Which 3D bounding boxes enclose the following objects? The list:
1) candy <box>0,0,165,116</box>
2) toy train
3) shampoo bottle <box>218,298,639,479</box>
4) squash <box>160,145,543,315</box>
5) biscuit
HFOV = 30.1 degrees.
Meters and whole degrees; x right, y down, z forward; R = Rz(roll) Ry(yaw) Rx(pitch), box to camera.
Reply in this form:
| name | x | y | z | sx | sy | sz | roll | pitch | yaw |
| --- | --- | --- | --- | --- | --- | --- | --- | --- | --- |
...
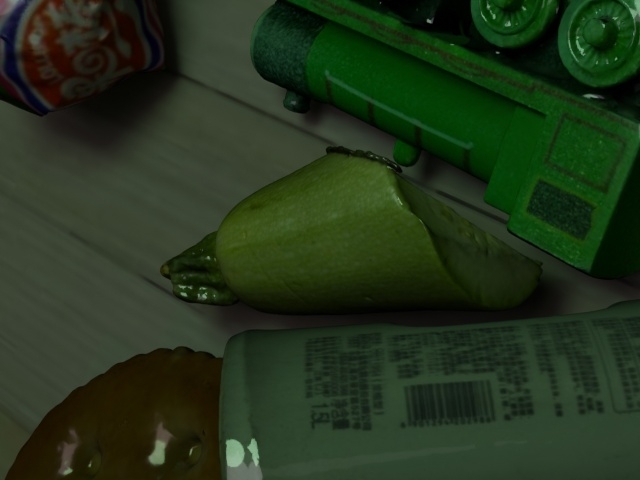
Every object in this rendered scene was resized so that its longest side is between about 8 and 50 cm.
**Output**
| name | x | y | z | sx | sy | sz | roll | pitch | yaw |
| --- | --- | --- | --- | --- | --- | --- | --- | --- | --- |
| candy | -0.210 | -0.200 | 0.732 | 0.124 | 0.124 | 0.365 | -50 | 48 | 13 |
| toy train | 0.061 | -0.083 | 0.535 | 0.251 | 0.085 | 0.119 | 30 | 111 | 37 |
| shampoo bottle | 0.084 | 0.070 | 0.440 | 0.234 | 0.118 | 0.087 | -5 | 107 | 2 |
| squash | 0.001 | -0.003 | 0.549 | 0.200 | 0.090 | 0.075 | -5 | 80 | 44 |
| biscuit | -0.076 | 0.159 | 0.555 | 0.220 | 0.066 | 0.220 | -16 | 64 | 34 |
